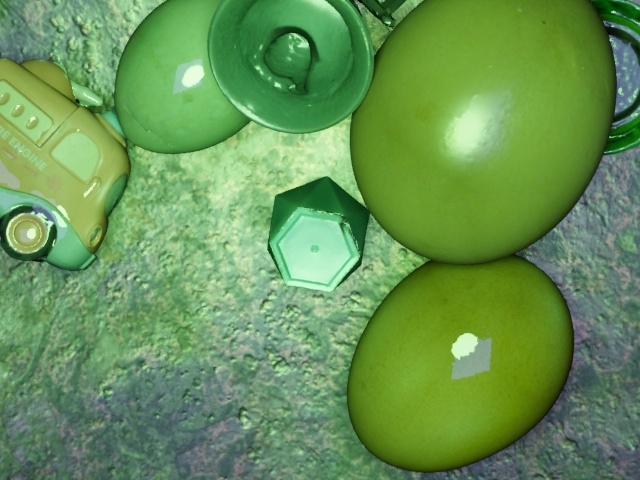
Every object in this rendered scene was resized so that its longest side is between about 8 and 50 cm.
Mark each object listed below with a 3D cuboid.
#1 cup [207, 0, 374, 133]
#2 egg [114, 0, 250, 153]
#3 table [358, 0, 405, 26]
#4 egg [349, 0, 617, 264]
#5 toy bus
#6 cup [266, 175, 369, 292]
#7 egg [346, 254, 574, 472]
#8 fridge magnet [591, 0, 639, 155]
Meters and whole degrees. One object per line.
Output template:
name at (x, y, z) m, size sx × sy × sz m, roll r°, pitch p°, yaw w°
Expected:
cup at (-0.021, -0.246, 1.780) m, size 0.199 × 0.150 × 0.199 m, roll 6°, pitch 119°, yaw 11°
egg at (-0.155, -0.217, 1.888) m, size 0.186 × 0.186 × 0.253 m, roll 43°, pitch 84°, yaw -4°
table at (0.086, -0.480, 1.779) m, size 0.335 × 0.272 × 0.222 m, roll -44°, pitch 127°, yaw 5°
egg at (0.198, -0.152, 1.788) m, size 0.301 × 0.301 × 0.374 m, roll 33°, pitch 88°, yaw -3°
toy bus at (-0.369, -0.106, 1.919) m, size 0.287 × 0.194 × 0.232 m, roll 38°, pitch 83°, yaw -2°
cup at (0.000, 0.000, 1.891) m, size 0.148 × 0.236 × 0.134 m, roll -24°, pitch 97°, yaw 1°
egg at (0.173, 0.156, 1.897) m, size 0.322 × 0.250 × 0.250 m, roll -43°, pitch 94°, yaw 15°
fridge magnet at (0.361, -0.213, 1.930) m, size 0.208 × 0.088 × 0.208 m, roll 1°, pitch 95°, yaw 8°
